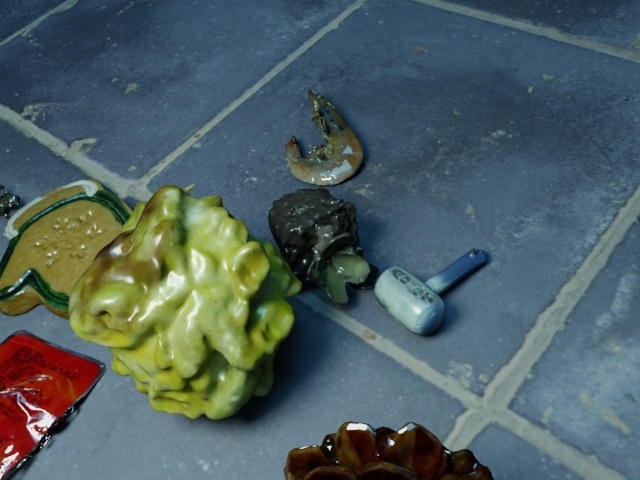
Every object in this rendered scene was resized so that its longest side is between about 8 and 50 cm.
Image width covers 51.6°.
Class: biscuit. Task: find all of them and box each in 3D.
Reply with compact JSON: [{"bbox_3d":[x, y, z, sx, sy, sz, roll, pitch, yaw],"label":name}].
[{"bbox_3d":[-0.467,0.021,1.200,0.287,0.057,0.344,-34,51,-16],"label":"biscuit"}]

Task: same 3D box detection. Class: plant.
[{"bbox_3d":[0.000,0.000,1.053,0.131,0.142,0.203,-16,42,-11],"label":"plant"}]

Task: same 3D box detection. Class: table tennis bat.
[{"bbox_3d":[0.084,0.060,1.072,0.083,0.007,0.050,7,52,21],"label":"table tennis bat"}]

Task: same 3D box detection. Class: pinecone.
[{"bbox_3d":[0.054,0.349,0.680,0.298,0.242,0.295,9,51,13],"label":"pinecone"}]

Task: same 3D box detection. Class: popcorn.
[{"bbox_3d":[-0.171,0.088,0.937,0.312,0.312,0.312,-7,49,8],"label":"popcorn"}]

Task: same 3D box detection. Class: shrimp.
[{"bbox_3d":[-0.006,-0.202,1.285,0.144,0.052,0.251,-20,50,0],"label":"shrimp"}]

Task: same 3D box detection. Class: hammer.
[{"bbox_3d":[0.183,0.061,1.018,0.194,0.069,0.116,-31,50,-24],"label":"hammer"}]

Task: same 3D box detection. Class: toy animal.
[{"bbox_3d":[-0.658,-0.080,1.339,0.136,0.047,0.065,13,60,21],"label":"toy animal"}]

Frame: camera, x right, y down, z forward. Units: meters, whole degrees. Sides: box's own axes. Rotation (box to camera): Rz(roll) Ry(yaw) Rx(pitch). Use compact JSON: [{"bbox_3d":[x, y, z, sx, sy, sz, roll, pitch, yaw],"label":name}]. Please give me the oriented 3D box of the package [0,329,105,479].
[{"bbox_3d":[-0.479,0.256,1.000,0.194,0.071,0.269,24,55,12],"label":"package"}]
